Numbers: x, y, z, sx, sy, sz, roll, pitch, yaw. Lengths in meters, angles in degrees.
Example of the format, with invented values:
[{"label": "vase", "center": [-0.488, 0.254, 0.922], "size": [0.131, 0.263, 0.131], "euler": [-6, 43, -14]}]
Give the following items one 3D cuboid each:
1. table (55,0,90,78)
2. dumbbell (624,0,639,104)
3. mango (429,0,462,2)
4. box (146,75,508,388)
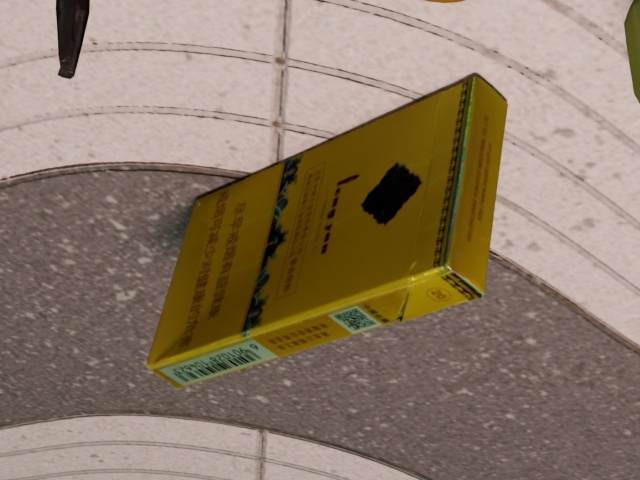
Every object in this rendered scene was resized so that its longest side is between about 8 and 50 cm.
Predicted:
[{"label": "table", "center": [-0.179, -0.254, 0.582], "size": [0.317, 0.249, 0.317], "euler": [9, 146, 6]}, {"label": "dumbbell", "center": [0.313, -0.120, 0.733], "size": [0.302, 0.121, 0.108], "euler": [-12, 110, 31]}, {"label": "mango", "center": [0.057, -0.223, 0.672], "size": [0.138, 0.113, 0.253], "euler": [4, 138, 20]}, {"label": "box", "center": [-0.001, 0.000, 0.968], "size": [0.279, 0.153, 0.041], "euler": [-20, 134, 39]}]
